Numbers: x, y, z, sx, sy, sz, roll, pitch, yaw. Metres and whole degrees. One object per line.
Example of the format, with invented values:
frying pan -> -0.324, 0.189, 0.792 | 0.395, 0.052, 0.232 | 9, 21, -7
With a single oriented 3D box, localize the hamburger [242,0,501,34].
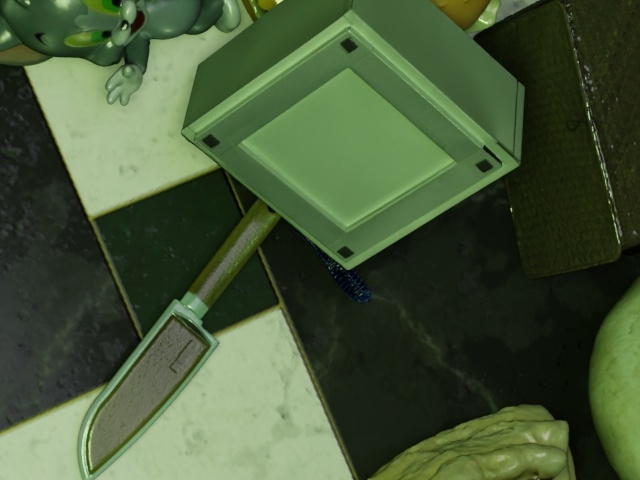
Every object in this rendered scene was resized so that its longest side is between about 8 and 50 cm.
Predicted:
hamburger -> 0.058, -0.297, 1.688 | 0.274, 0.212, 0.274 | 6, 77, -25

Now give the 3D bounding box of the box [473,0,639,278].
box -> 0.283, -0.112, 1.780 | 0.143, 0.184, 0.273 | -12, 86, -26

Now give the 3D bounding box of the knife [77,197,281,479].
knife -> -0.123, 0.086, 1.622 | 0.061, 0.027, 0.343 | 42, 70, -12

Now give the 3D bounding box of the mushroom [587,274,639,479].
mushroom -> 0.441, 0.160, 1.769 | 0.352, 0.260, 0.352 | 6, 72, -20

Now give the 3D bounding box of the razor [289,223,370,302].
razor -> -0.002, 0.000, 1.706 | 0.044, 0.028, 0.154 | -39, 93, -18

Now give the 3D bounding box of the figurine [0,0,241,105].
figurine -> -0.181, -0.242, 1.605 | 0.140, 0.193, 0.265 | 37, 36, 23

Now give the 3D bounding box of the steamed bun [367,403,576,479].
steamed bun -> 0.117, 0.331, 1.626 | 0.428, 0.189, 0.247 | -22, 98, -28

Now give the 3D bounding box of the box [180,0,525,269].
box -> 0.030, -0.116, 1.602 | 0.225, 0.225, 0.117 | 38, 38, -26
